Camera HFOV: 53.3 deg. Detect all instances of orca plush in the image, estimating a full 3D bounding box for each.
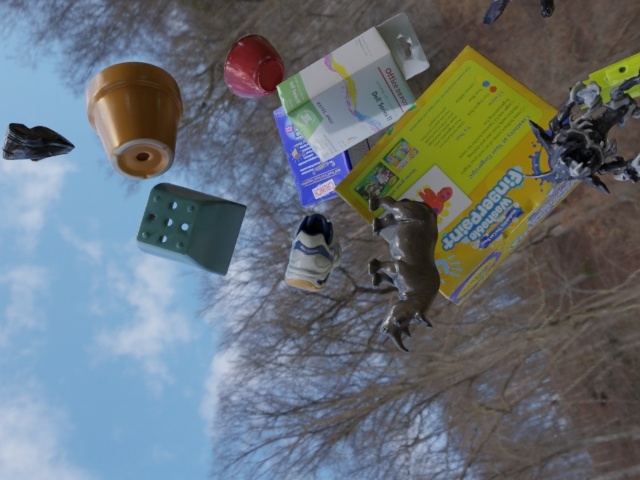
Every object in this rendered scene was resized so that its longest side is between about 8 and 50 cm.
[{"bbox_3d":[0.327,-0.435,1.066,0.287,0.102,0.151,-50,-46,-31],"label":"orca plush"}]

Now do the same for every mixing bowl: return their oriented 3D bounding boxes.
[{"bbox_3d":[-0.167,-0.474,1.785,0.181,0.181,0.098,-6,-151,-45],"label":"mixing bowl"}]

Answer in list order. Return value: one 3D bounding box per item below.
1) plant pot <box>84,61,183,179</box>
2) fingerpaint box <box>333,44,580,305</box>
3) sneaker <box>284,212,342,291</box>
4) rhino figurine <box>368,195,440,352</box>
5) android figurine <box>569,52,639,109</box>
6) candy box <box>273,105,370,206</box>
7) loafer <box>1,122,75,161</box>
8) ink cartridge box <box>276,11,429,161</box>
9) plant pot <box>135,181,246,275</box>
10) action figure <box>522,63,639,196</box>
[{"bbox_3d":[-0.388,-0.239,1.360,0.205,0.205,0.188,11,-132,-38],"label":"plant pot"},{"bbox_3d":[0.322,-0.141,1.434,0.371,0.445,0.163,45,-175,23],"label":"fingerpaint box"},{"bbox_3d":[0.000,0.000,1.364,0.111,0.131,0.296,11,-162,1],"label":"sneaker"},{"bbox_3d":[0.129,0.048,0.975,0.073,0.106,0.243,49,-140,-70],"label":"rhino figurine"},{"bbox_3d":[0.701,-0.366,1.416,0.248,0.272,0.056,-1,-106,-62],"label":"android figurine"},{"bbox_3d":[0.014,-0.284,1.918,0.122,0.268,0.317,-17,-88,-39],"label":"candy box"},{"bbox_3d":[-0.527,-0.176,1.188,0.062,0.061,0.170,36,-169,13],"label":"loafer"},{"bbox_3d":[0.100,-0.368,1.557,0.207,0.353,0.119,46,-160,-49],"label":"ink cartridge box"},{"bbox_3d":[-0.272,-0.027,1.302,0.165,0.234,0.165,16,-91,5],"label":"plant pot"},{"bbox_3d":[0.393,-0.158,0.851,0.164,0.276,0.141,41,-156,-2],"label":"action figure"}]
